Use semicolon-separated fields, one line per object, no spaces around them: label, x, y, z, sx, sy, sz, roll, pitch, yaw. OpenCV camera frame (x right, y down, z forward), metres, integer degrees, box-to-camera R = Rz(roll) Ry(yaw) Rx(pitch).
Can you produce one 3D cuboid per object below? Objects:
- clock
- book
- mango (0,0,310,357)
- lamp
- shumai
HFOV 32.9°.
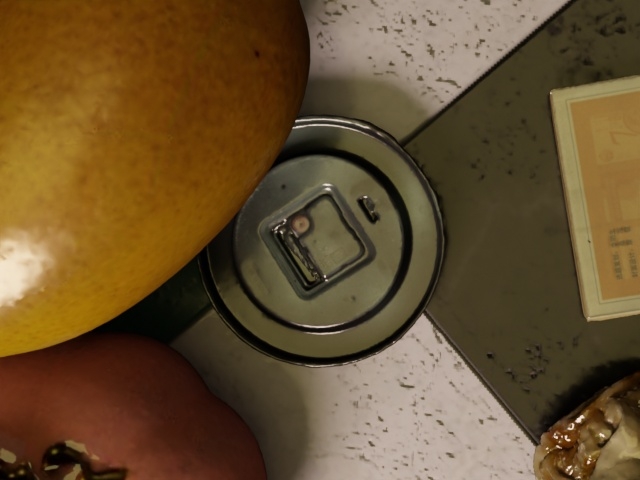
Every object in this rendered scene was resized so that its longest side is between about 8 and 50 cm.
clock;0.000;0.000;0.795;0.185;0.040;0.184;0;91;9
book;0.295;-0.043;0.763;0.242;0.018;0.170;-9;89;7
mango;-0.165;-0.082;0.699;0.264;0.221;0.378;34;77;25
lamp;-0.180;0.205;0.723;0.306;0.239;0.305;0;87;9
shumai;0.224;0.159;0.727;0.146;0.116;0.145;0;89;9
